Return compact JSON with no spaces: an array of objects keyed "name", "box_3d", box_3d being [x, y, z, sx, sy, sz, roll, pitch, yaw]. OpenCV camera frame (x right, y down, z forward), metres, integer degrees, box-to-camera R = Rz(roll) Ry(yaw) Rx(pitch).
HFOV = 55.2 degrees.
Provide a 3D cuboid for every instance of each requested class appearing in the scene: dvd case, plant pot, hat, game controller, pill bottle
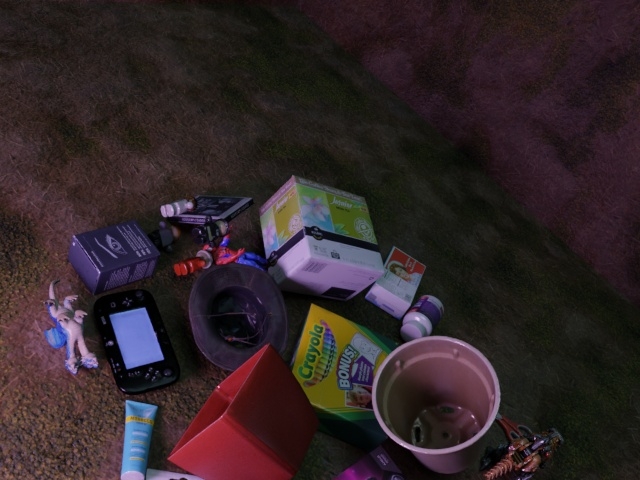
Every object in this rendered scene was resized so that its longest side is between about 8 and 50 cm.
[{"name":"dvd case","box_3d":[-0.370,-0.105,2.064,0.238,0.030,0.179,5,28,27]},{"name":"plant pot","box_3d":[-0.163,0.466,1.501,0.235,0.267,0.267,43,34,-5]},{"name":"hat","box_3d":[-0.248,0.236,1.789,0.331,0.134,0.332,11,61,-21]},{"name":"game controller","box_3d":[-0.496,0.267,1.644,0.166,0.067,0.319,-4,49,-37]},{"name":"pill bottle","box_3d":[0.355,0.282,2.158,0.108,0.108,0.193,38,38,10]},{"name":"plant pot","box_3d":[0.337,0.488,1.706,0.333,0.306,0.334,-10,48,12]}]

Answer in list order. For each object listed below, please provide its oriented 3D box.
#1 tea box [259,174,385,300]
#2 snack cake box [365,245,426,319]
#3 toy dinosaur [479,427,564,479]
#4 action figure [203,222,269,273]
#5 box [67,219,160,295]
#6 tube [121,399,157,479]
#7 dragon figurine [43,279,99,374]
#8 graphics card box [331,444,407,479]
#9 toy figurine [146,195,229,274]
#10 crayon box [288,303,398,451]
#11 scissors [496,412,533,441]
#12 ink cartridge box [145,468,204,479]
[{"name":"tea box","box_3d":[0.000,0.000,2.066,0.328,0.220,0.324,13,50,-38]},{"name":"snack cake box","box_3d":[0.282,0.152,2.271,0.152,0.089,0.264,31,37,4]},{"name":"toy dinosaur","box_3d":[0.591,0.642,1.826,0.321,0.218,0.164,11,43,-24]},{"name":"action figure","box_3d":[-0.242,0.036,2.020,0.280,0.139,0.092,13,40,-18]},{"name":"box","box_3d":[-0.601,0.047,1.785,0.207,0.108,0.153,-19,60,-44]},{"name":"tube","box_3d":[-0.439,0.477,1.469,0.080,0.052,0.207,23,31,-25]},{"name":"dragon figurine","box_3d":[-0.656,0.222,1.571,0.085,0.144,0.289,-13,36,-40]},{"name":"graphics card box","box_3d":[0.091,0.703,1.528,0.370,0.094,0.233,-15,56,-44]},{"name":"toy figurine","box_3d":[-0.410,-0.020,1.907,0.209,0.213,0.148,38,29,14]},{"name":"crayon box","box_3d":[0.061,0.400,1.833,0.313,0.106,0.363,26,38,-7]},{"name":"scissors","box_3d":[0.591,0.592,2.041,0.297,0.021,0.109,38,40,7]},{"name":"ink cartridge box","box_3d":[-0.318,0.637,1.381,0.188,0.066,0.232,17,19,-17]}]
